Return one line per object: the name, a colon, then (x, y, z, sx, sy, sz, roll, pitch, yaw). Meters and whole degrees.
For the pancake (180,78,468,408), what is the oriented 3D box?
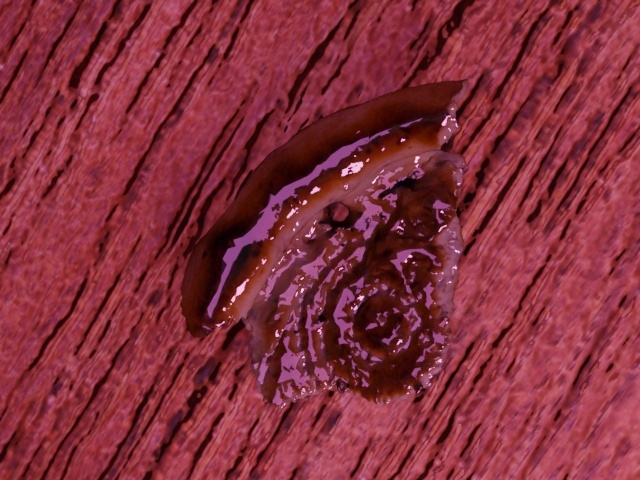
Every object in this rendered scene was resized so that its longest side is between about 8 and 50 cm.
pancake: (0.000, 0.000, 1.221, 0.212, 0.056, 0.257, 7, 87, 15)
